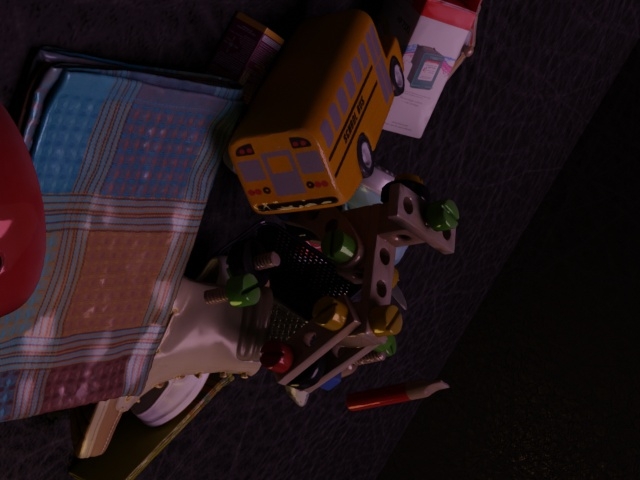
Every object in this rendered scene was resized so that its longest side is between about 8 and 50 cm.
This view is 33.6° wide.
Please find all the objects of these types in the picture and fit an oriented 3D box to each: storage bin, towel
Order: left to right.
[{"bbox_3d":[-0.214,0.005,1.044,0.271,0.040,0.370,-3,116,-55],"label":"towel"},{"bbox_3d":[-0.226,0.248,1.438,0.237,0.102,0.021,-45,127,-30],"label":"towel"},{"bbox_3d":[-0.048,0.069,1.453,0.122,0.180,0.084,-38,154,-43],"label":"storage bin"}]

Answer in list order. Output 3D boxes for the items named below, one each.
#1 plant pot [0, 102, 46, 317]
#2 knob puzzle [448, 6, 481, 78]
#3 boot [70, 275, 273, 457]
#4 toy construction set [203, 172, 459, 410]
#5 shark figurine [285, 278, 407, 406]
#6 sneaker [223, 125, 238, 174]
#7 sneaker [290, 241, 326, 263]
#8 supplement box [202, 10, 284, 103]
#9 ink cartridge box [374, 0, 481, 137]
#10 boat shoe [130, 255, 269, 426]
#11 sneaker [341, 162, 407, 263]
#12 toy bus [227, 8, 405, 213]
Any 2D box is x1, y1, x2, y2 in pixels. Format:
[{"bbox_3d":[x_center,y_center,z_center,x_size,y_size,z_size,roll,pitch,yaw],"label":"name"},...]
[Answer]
[{"bbox_3d":[-0.309,-0.013,0.707,0.174,0.191,0.191,-23,142,-44],"label":"plant pot"},{"bbox_3d":[0.210,-0.311,1.711,0.213,0.030,0.213,-47,158,-25],"label":"knob puzzle"},{"bbox_3d":[-0.180,0.154,1.276,0.203,0.095,0.262,10,110,-32],"label":"boot"},{"bbox_3d":[0.070,0.066,1.244,0.309,0.237,0.257,57,34,-29],"label":"toy construction set"},{"bbox_3d":[0.004,0.120,1.779,0.278,0.166,0.116,-45,-165,-9],"label":"shark figurine"},{"bbox_3d":[-0.018,-0.121,1.364,0.258,0.091,0.094,-32,149,-50],"label":"sneaker"},{"bbox_3d":[0.000,0.000,1.671,0.067,0.042,0.118,-59,159,16],"label":"sneaker"},{"bbox_3d":[-0.084,-0.199,1.158,0.083,0.043,0.055,-59,162,5],"label":"supplement box"},{"bbox_3d":[0.126,-0.269,1.402,0.078,0.134,0.231,12,116,-23],"label":"ink cartridge box"},{"bbox_3d":[-0.182,0.124,1.375,0.096,0.098,0.277,21,112,-43],"label":"boat shoe"},{"bbox_3d":[0.084,-0.017,1.702,0.150,0.135,0.366,-60,161,-9],"label":"sneaker"},{"bbox_3d":[0.006,-0.158,1.209,0.332,0.108,0.130,-68,143,-49],"label":"toy bus"}]
